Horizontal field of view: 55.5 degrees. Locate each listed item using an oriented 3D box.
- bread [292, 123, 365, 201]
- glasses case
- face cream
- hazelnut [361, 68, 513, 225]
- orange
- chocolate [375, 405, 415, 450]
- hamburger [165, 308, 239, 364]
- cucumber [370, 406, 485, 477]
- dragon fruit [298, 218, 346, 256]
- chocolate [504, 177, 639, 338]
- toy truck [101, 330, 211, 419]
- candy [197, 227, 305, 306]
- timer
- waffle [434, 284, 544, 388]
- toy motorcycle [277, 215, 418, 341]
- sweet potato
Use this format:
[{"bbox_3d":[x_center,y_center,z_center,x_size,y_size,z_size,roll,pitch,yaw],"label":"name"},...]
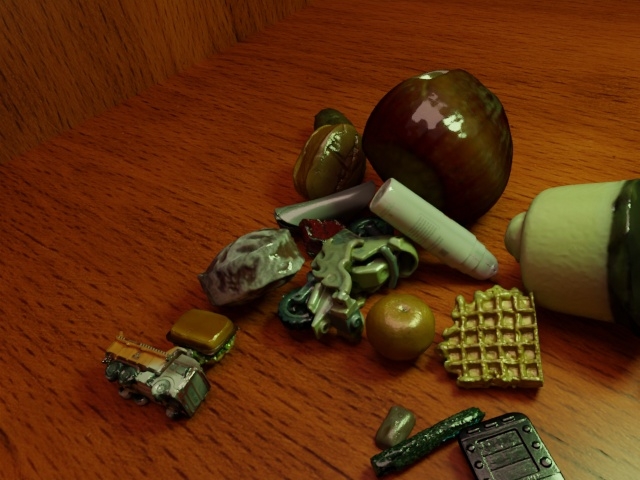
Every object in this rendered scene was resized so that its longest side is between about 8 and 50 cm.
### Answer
[{"bbox_3d":[0.032,-0.228,1.861,0.142,0.195,0.270,24,82,48],"label":"bread"},{"bbox_3d":[0.020,-0.080,1.773,0.308,0.128,0.083,-18,64,-8],"label":"glasses case"},{"bbox_3d":[0.286,-0.019,1.501,0.345,0.102,0.102,35,44,-10],"label":"face cream"},{"bbox_3d":[0.321,-0.229,1.617,0.402,0.429,0.402,-25,30,16],"label":"hazelnut"},{"bbox_3d":[0.178,0.198,1.361,0.158,0.136,0.159,1,45,-1],"label":"orange"},{"bbox_3d":[0.149,0.378,1.234,0.064,0.031,0.101,14,46,35],"label":"chocolate"},{"bbox_3d":[-0.288,0.238,1.471,0.165,0.087,0.137,14,39,30],"label":"hamburger"},{"bbox_3d":[0.216,0.388,1.188,0.256,0.044,0.043,-22,84,-14],"label":"cucumber"},{"bbox_3d":[0.000,0.000,1.704,0.147,0.096,0.102,7,42,-26],"label":"dragon fruit"},{"bbox_3d":[0.583,0.036,1.353,0.297,0.326,0.314,-9,8,41],"label":"chocolate"},{"bbox_3d":[-0.381,0.308,1.399,0.270,0.114,0.135,12,49,30],"label":"toy truck"},{"bbox_3d":[-0.180,0.067,1.546,0.289,0.157,0.214,-23,6,32],"label":"candy"},{"bbox_3d":[0.352,0.416,1.118,0.144,0.055,0.187,-17,43,-4],"label":"timer"},{"bbox_3d":[0.356,0.207,1.313,0.219,0.057,0.229,-7,61,18],"label":"waffle"},{"bbox_3d":[0.083,0.088,1.508,0.237,0.169,0.410,18,52,41],"label":"toy motorcycle"},{"bbox_3d":[0.075,-0.328,2.061,0.130,0.130,0.423,-19,48,-8],"label":"sweet potato"}]
